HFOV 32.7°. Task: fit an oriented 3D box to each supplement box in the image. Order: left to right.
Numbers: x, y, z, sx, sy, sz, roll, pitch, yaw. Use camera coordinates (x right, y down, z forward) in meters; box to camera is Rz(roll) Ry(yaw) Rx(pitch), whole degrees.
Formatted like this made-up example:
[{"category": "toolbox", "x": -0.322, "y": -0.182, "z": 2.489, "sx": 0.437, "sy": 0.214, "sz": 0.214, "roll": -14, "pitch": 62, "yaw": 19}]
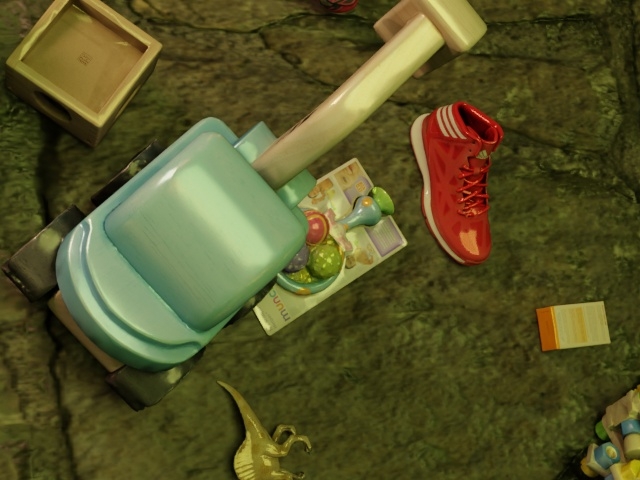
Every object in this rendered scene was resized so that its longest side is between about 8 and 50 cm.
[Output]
[{"category": "supplement box", "x": 0.359, "y": 0.122, "z": 1.553, "sx": 0.098, "sy": 0.036, "sz": 0.062, "roll": -2, "pitch": 80, "yaw": -27}]

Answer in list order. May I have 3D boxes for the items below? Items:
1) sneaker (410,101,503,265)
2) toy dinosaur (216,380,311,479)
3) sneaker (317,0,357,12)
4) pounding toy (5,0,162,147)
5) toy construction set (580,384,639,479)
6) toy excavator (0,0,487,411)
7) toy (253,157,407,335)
[{"category": "sneaker", "x": 0.196, "y": -0.079, "z": 1.461, "sx": 0.087, "sy": 0.128, "sz": 0.221, "roll": -20, "pitch": 87, "yaw": -28}, {"category": "toy dinosaur", "x": -0.064, "y": 0.249, "z": 1.305, "sx": 0.092, "sy": 0.053, "sz": 0.183, "roll": -9, "pitch": 83, "yaw": -27}, {"category": "sneaker", "x": 0.058, "y": -0.438, "z": 1.490, "sx": 0.299, "sy": 0.121, "sz": 0.112, "roll": -55, "pitch": 134, "yaw": -26}, {"category": "pounding toy", "x": -0.321, "y": -0.201, "z": 1.254, "sx": 0.206, "sy": 0.094, "sz": 0.181, "roll": 35, "pitch": 71, "yaw": -6}, {"category": "toy construction set", "x": 0.513, "y": 0.318, "z": 1.524, "sx": 0.327, "sy": 0.151, "sz": 0.215, "roll": 36, "pitch": 41, "yaw": -24}, {"category": "toy excavator", "x": -0.061, "y": -0.061, "z": 1.155, "sx": 0.222, "sy": 0.445, "sz": 0.433, "roll": 50, "pitch": 50, "yaw": -9}, {"category": "toy", "x": 0.000, "y": 0.000, "z": 1.388, "sx": 0.237, "sy": 0.056, "sz": 0.137, "roll": -33, "pitch": 93, "yaw": -28}]
